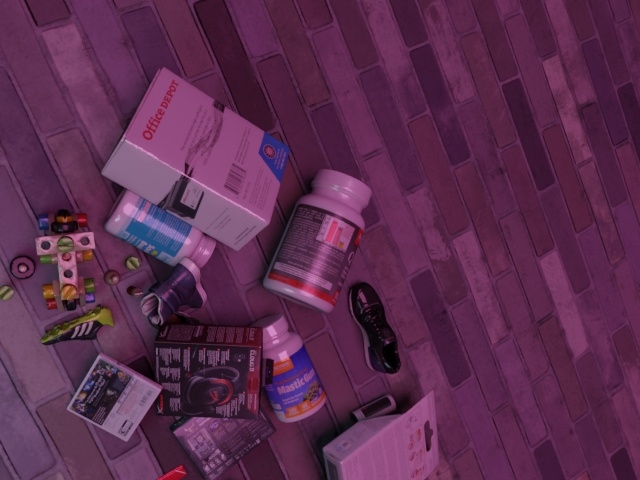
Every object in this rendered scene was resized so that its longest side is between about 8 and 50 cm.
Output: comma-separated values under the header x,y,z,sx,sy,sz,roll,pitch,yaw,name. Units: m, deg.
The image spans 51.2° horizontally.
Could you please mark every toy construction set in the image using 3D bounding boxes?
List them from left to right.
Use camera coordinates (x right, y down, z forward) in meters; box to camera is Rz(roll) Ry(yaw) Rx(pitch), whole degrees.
x,y,z,sx,sy,sz,roll,pitch,yaw,name
-0.560,0.065,1.579,0.308,0.237,0.258,22,81,-24,toy construction set

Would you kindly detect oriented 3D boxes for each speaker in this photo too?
x,y,z,sx,sy,sz,roll,pitch,yaw,name
0.158,0.514,2.008,0.136,0.055,0.055,-20,98,-23,speaker

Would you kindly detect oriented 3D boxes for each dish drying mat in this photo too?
x,y,z,sx,sy,sz,roll,pitch,yaw,name
-0.399,0.632,1.778,0.083,0.008,0.032,-26,102,-22,dish drying mat

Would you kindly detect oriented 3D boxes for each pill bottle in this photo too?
x,y,z,sx,sy,sz,roll,pitch,yaw,name
-0.401,-0.028,1.701,0.264,0.146,0.146,31,78,-21,pill bottle
-0.100,0.345,1.836,0.152,0.152,0.272,-27,102,-22,pill bottle
0.000,0.000,1.850,0.210,0.210,0.363,26,80,-22,pill bottle

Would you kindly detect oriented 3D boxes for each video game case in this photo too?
x,y,z,sx,sy,sz,roll,pitch,yaw,name
-0.509,0.389,1.651,0.173,0.022,0.190,32,110,-9,video game case

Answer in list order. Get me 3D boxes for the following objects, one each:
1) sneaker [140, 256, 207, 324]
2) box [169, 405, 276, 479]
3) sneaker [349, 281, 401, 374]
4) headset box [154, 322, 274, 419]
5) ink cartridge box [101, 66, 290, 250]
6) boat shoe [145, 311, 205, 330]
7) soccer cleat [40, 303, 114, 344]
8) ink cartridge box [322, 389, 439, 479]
x,y,z,sx,sy,sz,roll,pitch,yaw,name
-0.369,0.153,1.683,0.086,0.226,0.163,32,64,16,sneaker
-0.262,0.511,1.813,0.232,0.059,0.183,-36,104,-20,box
0.178,0.258,1.978,0.107,0.124,0.284,-21,98,-24,sneaker
-0.266,0.332,1.697,0.293,0.110,0.218,3,111,-3,headset box
-0.301,-0.202,1.678,0.394,0.166,0.286,31,46,-21,ink cartridge box
-0.353,0.241,1.763,0.233,0.079,0.084,34,75,-22,boat shoe
-0.600,0.226,1.662,0.178,0.060,0.072,-26,113,-23,soccer cleat
0.188,0.637,1.964,0.385,0.091,0.308,-28,122,-33,ink cartridge box
